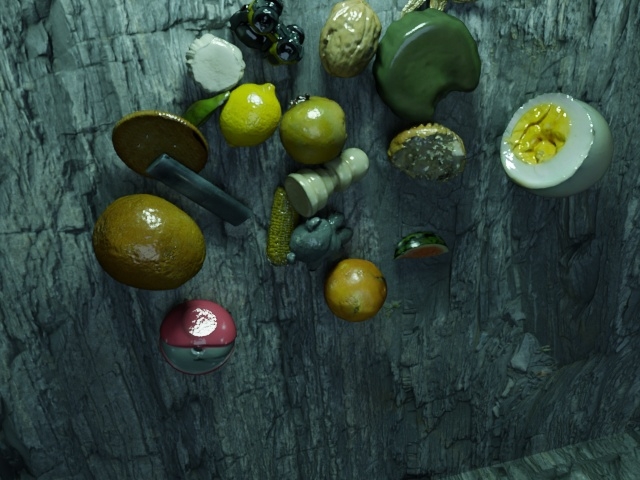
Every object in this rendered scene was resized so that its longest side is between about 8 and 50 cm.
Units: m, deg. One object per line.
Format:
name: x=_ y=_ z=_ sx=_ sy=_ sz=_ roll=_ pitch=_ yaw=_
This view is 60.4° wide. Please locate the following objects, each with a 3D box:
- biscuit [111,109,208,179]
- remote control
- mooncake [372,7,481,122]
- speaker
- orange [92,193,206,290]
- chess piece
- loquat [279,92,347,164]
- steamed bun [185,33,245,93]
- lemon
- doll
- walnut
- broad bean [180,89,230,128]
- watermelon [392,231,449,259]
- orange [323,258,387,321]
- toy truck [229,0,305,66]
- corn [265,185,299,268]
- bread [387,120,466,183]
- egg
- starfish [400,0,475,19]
biscuit: x=-0.511 y=-0.300 z=1.761 sx=0.305 sy=0.038 sz=0.305 roll=0 pitch=142 yaw=0
remote control: x=-0.403 y=-0.164 z=1.870 sx=0.107 sy=0.044 sz=0.377 roll=-28 pitch=134 yaw=35
mooncake: x=0.335 y=-0.571 z=1.793 sx=0.351 sy=0.187 sz=0.351 roll=-5 pitch=128 yaw=-7
speaker: x=-0.466 y=0.376 z=2.096 sx=0.294 sy=0.294 sz=0.294 roll=-5 pitch=117 yaw=-11
orange: x=-0.558 y=0.013 z=1.820 sx=0.357 sy=0.322 sz=0.322 roll=26 pitch=108 yaw=-35
chess piece: x=0.040 y=-0.214 z=1.894 sx=0.300 sy=0.167 sz=0.167 roll=-31 pitch=121 yaw=-22
loquat: x=-0.026 y=-0.367 z=1.796 sx=0.244 sy=0.244 sz=0.244 roll=-5 pitch=117 yaw=-11
steamed bun: x=-0.328 y=-0.546 z=1.705 sx=0.183 sy=0.106 sz=0.182 roll=-3 pitch=119 yaw=-6
lemon: x=-0.226 y=-0.398 z=1.758 sx=0.187 sy=0.187 sz=0.244 roll=36 pitch=106 yaw=-26
doll: x=-0.007 y=-0.004 z=1.999 sx=0.158 sy=0.340 sz=0.246 roll=35 pitch=107 yaw=19
walnut: x=0.089 y=-0.624 z=1.715 sx=0.198 sy=0.198 sz=0.245 roll=18 pitch=118 yaw=-21
broad bean: x=-0.417 y=-0.382 z=1.761 sx=0.339 sy=0.077 sz=0.061 roll=-33 pitch=144 yaw=27
watermelon: x=0.407 y=0.028 z=2.198 sx=0.245 sy=0.063 sz=0.119 roll=-8 pitch=136 yaw=-15
orange: x=0.133 y=0.189 z=2.101 sx=0.246 sy=0.246 sz=0.246 roll=-5 pitch=117 yaw=-11
toy truck: x=-0.160 y=-0.631 z=1.694 sx=0.165 sy=0.147 sz=0.224 roll=-26 pitch=125 yaw=28
corn: x=-0.132 y=-0.046 z=2.003 sx=0.115 sy=0.115 sz=0.317 roll=3 pitch=115 yaw=-15
bread: x=0.375 y=-0.319 z=1.929 sx=0.274 sy=0.149 sz=0.274 roll=10 pitch=148 yaw=6
egg: x=0.878 y=-0.316 z=1.986 sx=0.340 sy=0.354 sz=0.354 roll=10 pitch=115 yaw=-42
starfish: x=0.396 y=-0.806 z=1.772 sx=0.299 sy=0.060 sz=0.302 roll=25 pitch=120 yaw=-31
